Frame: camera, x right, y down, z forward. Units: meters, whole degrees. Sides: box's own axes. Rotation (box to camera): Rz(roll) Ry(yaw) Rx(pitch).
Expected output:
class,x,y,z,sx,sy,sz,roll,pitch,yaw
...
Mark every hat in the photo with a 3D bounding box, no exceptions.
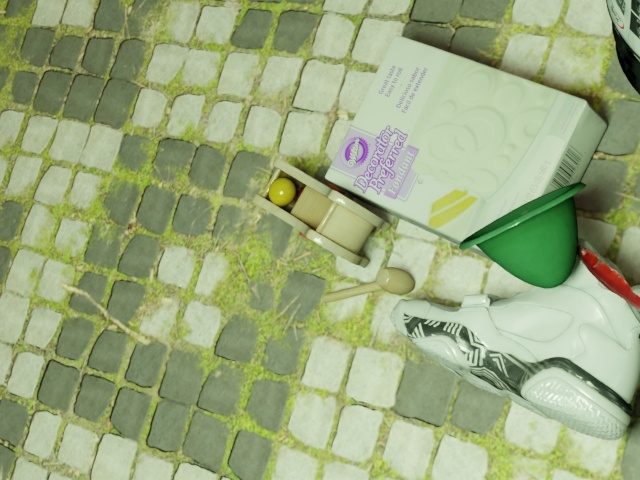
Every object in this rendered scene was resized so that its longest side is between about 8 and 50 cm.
class,x,y,z,sx,sy,sz,roll,pitch,yaw
hat,0.287,0.045,1.445,0.173,0.208,0.184,-28,91,3

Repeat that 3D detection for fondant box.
class,x,y,z,sx,sy,sz,roll,pitch,yaw
fondant box,0.198,-0.124,1.672,0.330,0.096,0.238,26,90,36

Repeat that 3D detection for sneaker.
class,x,y,z,sx,sy,sz,roll,pitch,yaw
sneaker,0.272,0.100,1.540,0.366,0.137,0.210,22,78,41

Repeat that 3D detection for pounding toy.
class,x,y,z,sx,sy,sz,roll,pitch,yaw
pounding toy,0.000,0.000,1.719,0.269,0.154,0.155,32,93,35

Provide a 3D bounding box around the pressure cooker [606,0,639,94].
class,x,y,z,sx,sy,sz,roll,pitch,yaw
pressure cooker,0.523,-0.305,1.343,0.375,0.420,0.370,31,61,25
